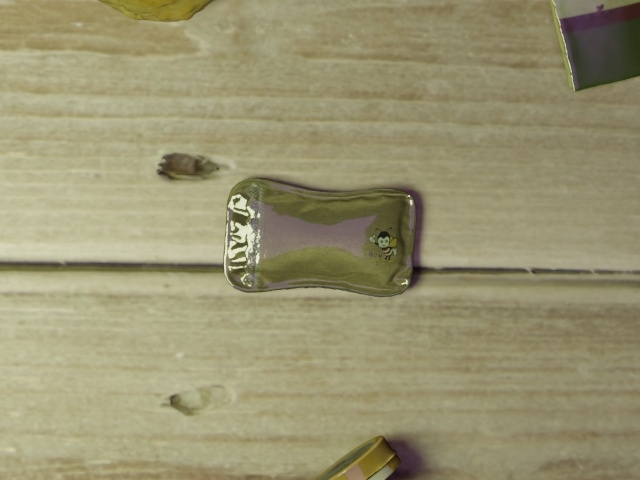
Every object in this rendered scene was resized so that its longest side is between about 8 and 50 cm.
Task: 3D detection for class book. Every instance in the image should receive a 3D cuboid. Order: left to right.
[{"bbox_3d":[0.347,-0.331,1.870,0.201,0.026,0.289,-13,94,-7],"label":"book"}]

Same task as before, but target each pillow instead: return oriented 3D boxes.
[{"bbox_3d":[0.000,0.000,1.837,0.217,0.033,0.130,4,91,-7],"label":"pillow"}]

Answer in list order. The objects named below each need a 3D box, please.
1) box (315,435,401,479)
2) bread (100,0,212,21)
[{"bbox_3d":[0.039,0.261,1.818,0.105,0.105,0.037,-36,91,-4],"label":"box"},{"bbox_3d":[-0.177,-0.356,1.750,0.244,0.134,0.244,-1,95,-6],"label":"bread"}]
